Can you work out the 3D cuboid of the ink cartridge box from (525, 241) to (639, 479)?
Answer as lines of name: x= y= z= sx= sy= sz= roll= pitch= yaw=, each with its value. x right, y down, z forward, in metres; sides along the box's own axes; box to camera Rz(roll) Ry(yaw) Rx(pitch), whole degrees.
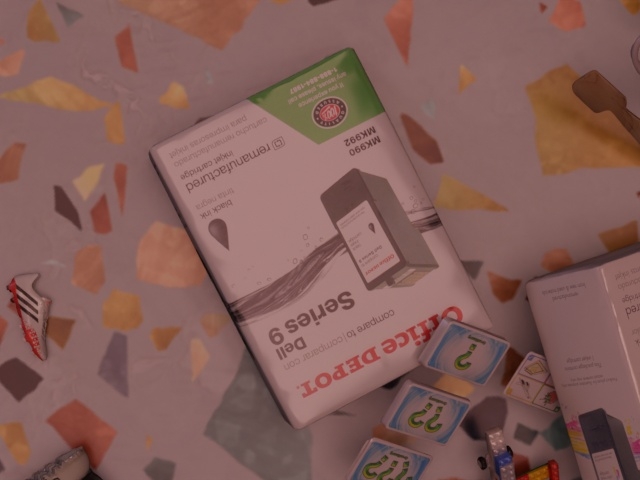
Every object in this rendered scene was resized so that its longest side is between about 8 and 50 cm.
ink cartridge box: x=0.342 y=0.173 z=1.633 sx=0.207 sy=0.119 sz=0.353 roll=-17 pitch=91 yaw=-32

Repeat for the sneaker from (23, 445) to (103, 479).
sneaker: x=-0.289 y=0.329 z=1.608 sx=0.293 sy=0.102 sz=0.146 roll=-39 pitch=97 yaw=-14

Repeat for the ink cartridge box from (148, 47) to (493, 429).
ink cartridge box: x=0.000 y=0.000 z=1.642 sx=0.211 sy=0.121 sz=0.289 roll=-28 pitch=91 yaw=-5

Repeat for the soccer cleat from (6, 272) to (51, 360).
soccer cleat: x=-0.264 y=0.070 z=1.665 sx=0.036 sy=0.029 sz=0.083 roll=-20 pitch=86 yaw=-1

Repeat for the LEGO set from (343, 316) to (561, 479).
LEGO set: x=0.164 y=0.187 z=1.636 sx=0.244 sy=0.060 sz=0.182 roll=22 pitch=105 yaw=-35

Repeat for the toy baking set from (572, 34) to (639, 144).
toy baking set: x=0.368 y=-0.131 z=1.662 sx=0.256 sy=0.196 sz=0.030 roll=-10 pitch=45 yaw=9
